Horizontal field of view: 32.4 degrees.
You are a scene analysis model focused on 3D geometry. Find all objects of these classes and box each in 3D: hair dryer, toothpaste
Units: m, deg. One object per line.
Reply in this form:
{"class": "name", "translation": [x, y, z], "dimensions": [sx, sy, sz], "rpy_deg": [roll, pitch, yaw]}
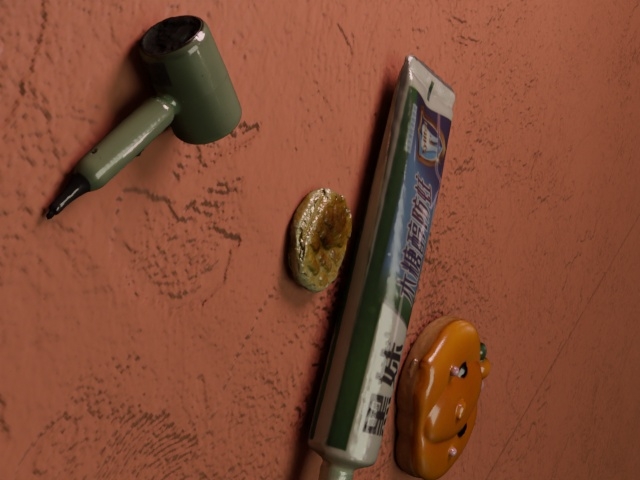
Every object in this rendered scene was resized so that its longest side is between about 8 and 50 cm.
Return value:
{"class": "hair dryer", "translation": [-0.112, -0.065, 0.656], "dimensions": [0.150, 0.047, 0.071], "rpy_deg": [-47, 137, -26]}
{"class": "toothpaste", "translation": [0.053, 0.039, 0.937], "dimensions": [0.099, 0.061, 0.392], "rpy_deg": [26, 76, -56]}

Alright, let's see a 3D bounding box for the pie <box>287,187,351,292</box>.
{"class": "pie", "translation": [0.000, 0.000, 0.875], "dimensions": [0.084, 0.020, 0.084], "rpy_deg": [-27, 122, -53]}

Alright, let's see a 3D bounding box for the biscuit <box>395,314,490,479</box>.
{"class": "biscuit", "translation": [0.134, 0.159, 1.126], "dimensions": [0.170, 0.050, 0.170], "rpy_deg": [-30, 126, -52]}
